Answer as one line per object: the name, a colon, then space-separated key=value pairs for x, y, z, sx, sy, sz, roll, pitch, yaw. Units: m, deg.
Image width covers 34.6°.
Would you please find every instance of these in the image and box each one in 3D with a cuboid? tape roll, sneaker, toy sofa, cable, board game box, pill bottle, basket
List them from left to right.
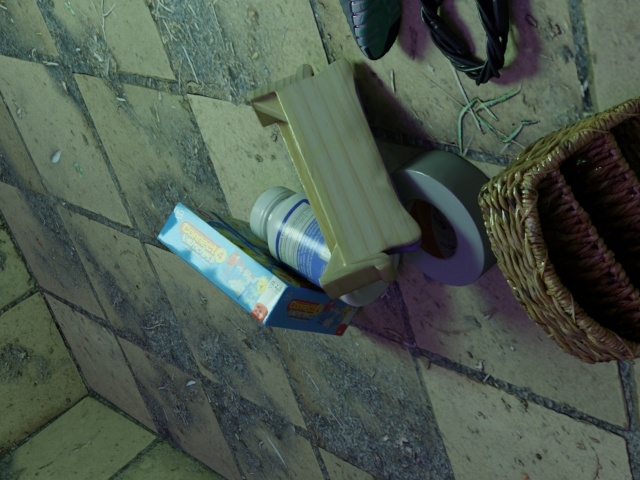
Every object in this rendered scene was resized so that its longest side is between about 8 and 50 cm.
board game box: x=-0.112 y=0.060 z=2.004 sx=0.302 sy=0.086 sz=0.308 roll=36 pitch=-171 yaw=28
pill bottle: x=0.000 y=0.000 z=1.894 sx=0.272 sy=0.152 sz=0.152 roll=29 pitch=143 yaw=37
toy sofa: x=0.028 y=-0.100 z=1.671 sx=0.150 sy=0.177 sz=0.362 roll=62 pitch=-175 yaw=-77
sneaker: x=0.051 y=-0.366 z=1.487 sx=0.098 sy=0.083 sz=0.223 roll=37 pitch=157 yaw=36
tape roll: x=0.198 y=-0.035 z=1.652 sx=0.219 sy=0.072 sz=0.219 roll=36 pitch=146 yaw=29
cable: x=0.193 y=-0.295 z=1.404 sx=0.151 sy=0.047 sz=0.184 roll=25 pitch=141 yaw=41
basket: x=0.369 y=0.001 z=1.298 sx=0.299 sy=0.213 sz=0.223 roll=57 pitch=152 yaw=-8
